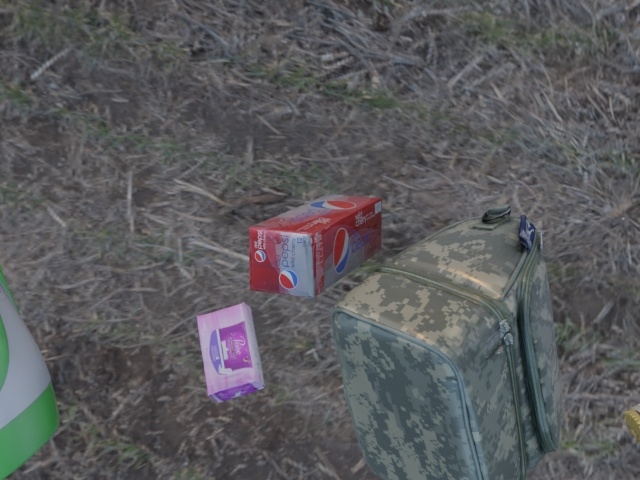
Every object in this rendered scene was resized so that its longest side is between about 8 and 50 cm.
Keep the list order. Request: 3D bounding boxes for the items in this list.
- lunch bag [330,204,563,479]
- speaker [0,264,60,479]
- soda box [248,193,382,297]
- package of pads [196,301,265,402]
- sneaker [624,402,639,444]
[{"bbox_3d":[0.178,0.140,1.051,0.212,0.256,0.305,14,131,42],"label":"lunch bag"},{"bbox_3d":[-0.250,-0.007,0.428,0.131,0.131,0.297,-23,102,18],"label":"speaker"},{"bbox_3d":[0.000,0.000,1.167,0.092,0.263,0.084,6,104,21],"label":"soda box"},{"bbox_3d":[-0.082,0.101,0.797,0.050,0.032,0.083,-18,61,8],"label":"package of pads"},{"bbox_3d":[0.250,0.143,0.469,0.084,0.069,0.185,-38,99,7],"label":"sneaker"}]
